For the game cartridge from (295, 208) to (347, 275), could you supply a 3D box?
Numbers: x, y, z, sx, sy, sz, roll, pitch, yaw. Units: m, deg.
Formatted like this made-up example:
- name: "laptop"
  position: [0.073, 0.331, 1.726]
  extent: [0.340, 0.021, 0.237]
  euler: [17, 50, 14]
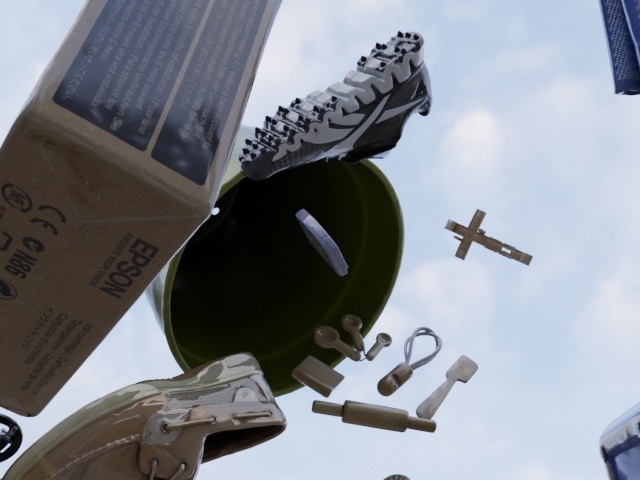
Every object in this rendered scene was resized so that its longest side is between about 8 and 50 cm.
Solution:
- name: "game cartridge"
  position: [0.000, 0.000, 0.994]
  extent: [0.017, 0.083, 0.056]
  euler: [-32, -46, -10]

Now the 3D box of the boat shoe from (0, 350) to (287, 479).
- name: "boat shoe"
  position: [-0.170, 0.218, 0.928]
  extent: [0.110, 0.341, 0.121]
  euler: [53, -48, 19]

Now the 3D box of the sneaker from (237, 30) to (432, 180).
- name: "sneaker"
  position: [0.028, -0.114, 0.893]
  extent: [0.078, 0.234, 0.106]
  euler: [36, -22, 56]

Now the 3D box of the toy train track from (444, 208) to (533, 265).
- name: "toy train track"
  position: [0.148, 0.001, 0.764]
  extent: [0.083, 0.014, 0.048]
  euler: [26, -87, 23]

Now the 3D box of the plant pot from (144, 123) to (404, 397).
- name: "plant pot"
  position: [-0.129, -0.021, 1.246]
  extent: [0.353, 0.366, 0.366]
  euler: [37, -35, 47]

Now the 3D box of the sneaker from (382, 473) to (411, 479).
- name: "sneaker"
  position: [0.091, 0.335, 1.141]
  extent: [0.083, 0.032, 0.037]
  euler: [-24, -64, 30]

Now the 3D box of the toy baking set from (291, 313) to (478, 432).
- name: "toy baking set"
  position: [0.092, 0.175, 1.156]
  extent: [0.256, 0.197, 0.030]
  euler: [13, -50, -2]

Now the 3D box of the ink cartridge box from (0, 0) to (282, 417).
- name: "ink cartridge box"
  position: [-0.122, -0.041, 0.461]
  extent: [0.088, 0.193, 0.235]
  euler: [29, -43, -18]

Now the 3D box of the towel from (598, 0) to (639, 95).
- name: "towel"
  position: [0.244, -0.158, 0.345]
  extent: [0.285, 0.209, 0.034]
  euler: [-5, -17, -1]

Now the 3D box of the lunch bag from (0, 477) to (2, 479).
- name: "lunch bag"
  position: [-0.338, 0.403, 0.872]
  extent: [0.293, 0.138, 0.221]
  euler: [10, -78, 56]

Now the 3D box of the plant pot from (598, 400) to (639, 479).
- name: "plant pot"
  position: [0.411, 0.241, 0.827]
  extent: [0.212, 0.236, 0.236]
  euler: [-9, -23, -3]

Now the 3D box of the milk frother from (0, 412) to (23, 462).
- name: "milk frother"
  position: [-0.379, 0.211, 0.895]
  extent: [0.143, 0.135, 0.129]
  euler: [26, -64, -21]
